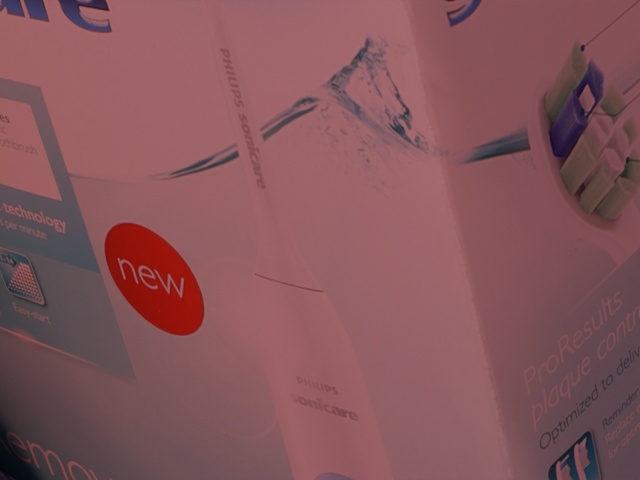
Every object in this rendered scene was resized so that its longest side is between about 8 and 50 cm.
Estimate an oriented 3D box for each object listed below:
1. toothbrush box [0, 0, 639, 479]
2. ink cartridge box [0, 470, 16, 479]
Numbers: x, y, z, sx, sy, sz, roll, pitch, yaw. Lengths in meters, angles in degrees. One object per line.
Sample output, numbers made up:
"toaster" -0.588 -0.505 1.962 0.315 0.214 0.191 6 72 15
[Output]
"toothbrush box" 0.000 0.000 0.519 0.216 0.126 0.296 16 132 39
"ink cartridge box" -0.226 0.085 0.600 0.395 0.151 0.270 -6 123 49
